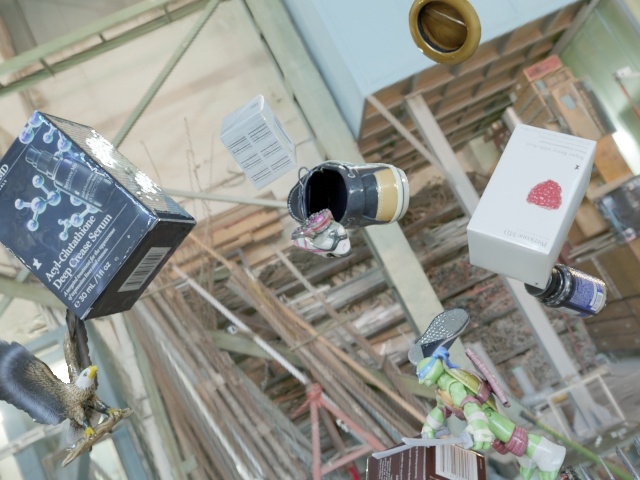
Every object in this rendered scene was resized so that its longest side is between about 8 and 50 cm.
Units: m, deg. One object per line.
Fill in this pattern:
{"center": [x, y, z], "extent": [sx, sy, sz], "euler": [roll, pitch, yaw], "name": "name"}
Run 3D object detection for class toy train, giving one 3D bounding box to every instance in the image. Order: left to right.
{"center": [0.515, 0.492, 1.250], "extent": [0.036, 0.027, 0.158], "euler": [-1, -8, 15], "name": "toy train"}

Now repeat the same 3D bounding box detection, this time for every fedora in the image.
{"center": [0.308, -0.521, 1.454], "extent": [0.079, 0.194, 0.194], "euler": [-41, 0, -38], "name": "fedora"}

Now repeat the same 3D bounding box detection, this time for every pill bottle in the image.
{"center": [0.668, 0.133, 1.654], "extent": [0.219, 0.122, 0.123], "euler": [19, -35, -26], "name": "pill bottle"}

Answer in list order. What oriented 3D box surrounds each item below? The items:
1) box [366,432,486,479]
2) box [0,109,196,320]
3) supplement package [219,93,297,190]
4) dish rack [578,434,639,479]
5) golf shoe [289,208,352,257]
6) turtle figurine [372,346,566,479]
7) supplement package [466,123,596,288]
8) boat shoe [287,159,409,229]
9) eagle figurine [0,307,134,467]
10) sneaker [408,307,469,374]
{"center": [0.215, 0.526, 1.251], "extent": [0.168, 0.167, 0.203], "euler": [27, -45, -19], "name": "box"}
{"center": [-0.552, -0.059, 1.424], "extent": [0.293, 0.395, 0.212], "euler": [-51, -10, 8], "name": "box"}
{"center": [-0.186, -0.302, 1.848], "extent": [0.149, 0.203, 0.194], "euler": [-29, 27, 12], "name": "supplement package"}
{"center": [0.365, 0.262, 0.693], "extent": [0.271, 0.074, 0.208], "euler": [-32, -32, 11], "name": "dish rack"}
{"center": [0.000, 0.000, 1.010], "extent": [0.067, 0.086, 0.186], "euler": [-42, 7, -8], "name": "golf shoe"}
{"center": [0.249, 0.343, 1.029], "extent": [0.274, 0.266, 0.198], "euler": [-53, -8, -49], "name": "turtle figurine"}
{"center": [0.462, -0.076, 1.328], "extent": [0.293, 0.177, 0.175], "euler": [-60, -27, -19], "name": "supplement package"}
{"center": [0.017, -0.104, 1.464], "extent": [0.156, 0.186, 0.500], "euler": [-5, 5, -26], "name": "boat shoe"}
{"center": [-0.569, 0.319, 1.365], "extent": [0.225, 0.298, 0.226], "euler": [-44, -6, -2], "name": "eagle figurine"}
{"center": [0.354, 0.310, 1.785], "extent": [0.226, 0.086, 0.163], "euler": [-40, -38, -12], "name": "sneaker"}
